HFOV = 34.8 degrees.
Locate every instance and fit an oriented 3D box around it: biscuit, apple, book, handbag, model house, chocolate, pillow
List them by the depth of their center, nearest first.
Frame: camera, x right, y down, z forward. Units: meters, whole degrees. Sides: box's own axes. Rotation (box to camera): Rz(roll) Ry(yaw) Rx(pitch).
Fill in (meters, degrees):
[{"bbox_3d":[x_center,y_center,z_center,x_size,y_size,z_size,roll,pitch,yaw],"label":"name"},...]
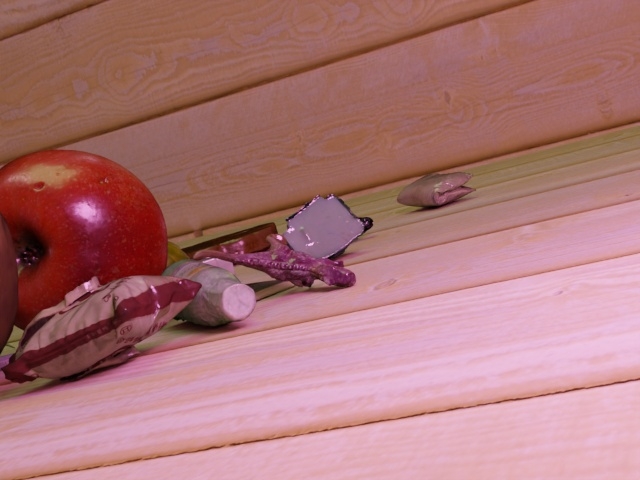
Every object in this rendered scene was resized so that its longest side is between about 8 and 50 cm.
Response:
[{"bbox_3d":[-0.310,0.116,1.437,0.235,0.127,0.213,-20,5,21],"label":"handbag"},{"bbox_3d":[-0.172,0.084,1.579,0.110,0.110,0.291,-17,8,-22],"label":"chocolate"},{"bbox_3d":[-0.146,0.096,1.805,0.138,0.016,0.198,-20,6,-42],"label":"book"},{"bbox_3d":[-0.450,0.009,1.808,0.348,0.349,0.277,-14,0,19],"label":"apple"},{"bbox_3d":[0.000,0.000,2.031,0.148,0.119,0.149,-40,-14,-15],"label":"model house"},{"bbox_3d":[0.290,-0.123,2.552,0.134,0.078,0.181,-21,10,-28],"label":"pillow"},{"bbox_3d":[-0.269,0.030,2.605,0.381,0.074,0.359,-16,6,-31],"label":"biscuit"}]

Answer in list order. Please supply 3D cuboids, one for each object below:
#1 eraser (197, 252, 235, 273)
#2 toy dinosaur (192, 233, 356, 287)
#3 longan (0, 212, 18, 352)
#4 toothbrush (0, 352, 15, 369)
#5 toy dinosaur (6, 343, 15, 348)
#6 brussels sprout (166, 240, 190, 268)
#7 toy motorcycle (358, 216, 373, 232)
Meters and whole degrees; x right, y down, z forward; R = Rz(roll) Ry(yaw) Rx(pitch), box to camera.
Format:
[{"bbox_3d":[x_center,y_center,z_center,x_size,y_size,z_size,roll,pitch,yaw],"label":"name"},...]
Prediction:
[{"bbox_3d":[-0.306,0.083,2.235,0.225,0.052,0.095,-17,3,-15],"label":"eraser"},{"bbox_3d":[-0.070,0.031,1.638,0.251,0.072,0.200,21,2,-5],"label":"toy dinosaur"},{"bbox_3d":[-0.655,0.066,1.525,0.404,0.436,0.404,5,35,-4],"label":"longan"},{"bbox_3d":[-0.431,0.180,1.713,0.342,0.025,0.030,-14,7,7],"label":"toothbrush"},{"bbox_3d":[-0.689,0.217,2.033,0.180,0.037,0.058,-21,27,11],"label":"toy dinosaur"},{"bbox_3d":[-0.348,0.065,2.064,0.161,0.144,0.181,-38,-11,-18],"label":"brussels sprout"},{"bbox_3d":[0.035,-0.015,2.248,0.173,0.058,0.100,-20,1,-22],"label":"toy motorcycle"}]
